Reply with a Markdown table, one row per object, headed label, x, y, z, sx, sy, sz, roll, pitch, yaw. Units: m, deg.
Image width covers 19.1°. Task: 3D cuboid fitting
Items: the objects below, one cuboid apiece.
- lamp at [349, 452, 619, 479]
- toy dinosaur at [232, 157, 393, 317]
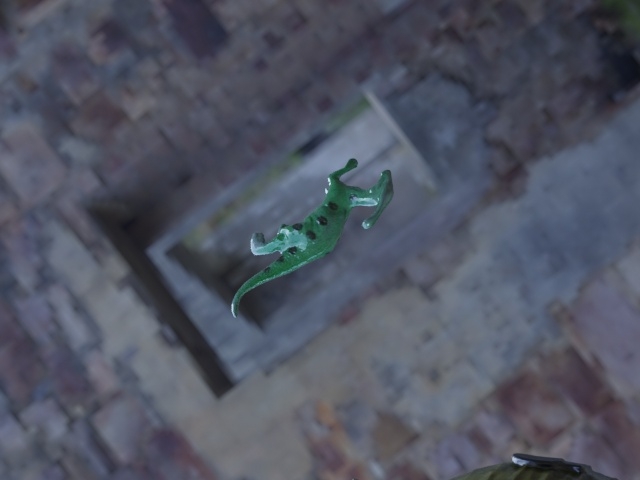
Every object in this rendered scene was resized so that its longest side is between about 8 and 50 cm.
| label | x | y | z | sx | sy | sz | roll | pitch | yaw |
| --- | --- | --- | --- | --- | --- | --- | --- | --- | --- |
| lamp | 0.107 | 0.242 | 1.167 | 0.284 | 0.250 | 0.250 | 34 | 179 | 9 |
| toy dinosaur | 0.000 | 0.000 | 0.814 | 0.062 | 0.083 | 0.021 | -6 | 140 | 39 |
